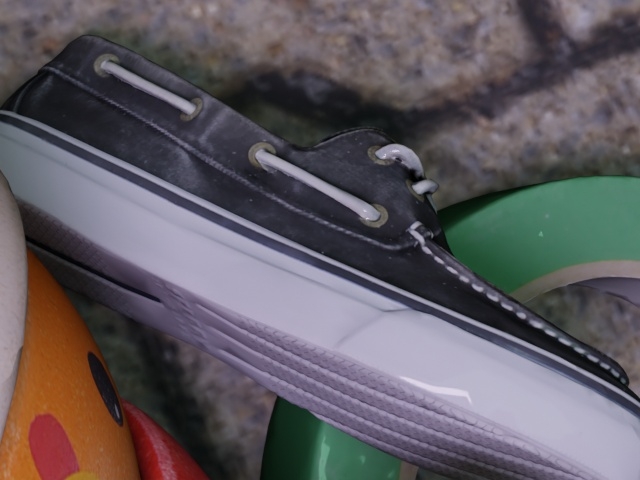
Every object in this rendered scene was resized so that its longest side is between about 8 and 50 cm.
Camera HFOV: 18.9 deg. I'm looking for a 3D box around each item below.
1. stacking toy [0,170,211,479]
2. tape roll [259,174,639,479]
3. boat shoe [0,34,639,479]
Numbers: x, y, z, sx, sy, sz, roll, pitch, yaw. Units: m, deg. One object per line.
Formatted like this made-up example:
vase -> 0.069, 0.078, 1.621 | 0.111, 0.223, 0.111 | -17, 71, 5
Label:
stacking toy -> -0.096, 0.206, 0.773 | 0.480, 0.351, 0.350 | 38, 74, -33
tape roll -> 0.132, 0.130, 0.941 | 0.321, 0.077, 0.321 | 1, 86, -21
boat shoe -> 0.000, 0.000, 0.818 | 0.335, 0.121, 0.119 | 26, 71, 14
